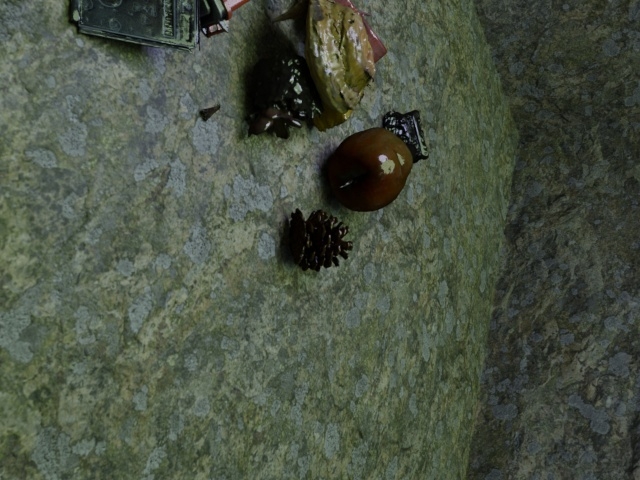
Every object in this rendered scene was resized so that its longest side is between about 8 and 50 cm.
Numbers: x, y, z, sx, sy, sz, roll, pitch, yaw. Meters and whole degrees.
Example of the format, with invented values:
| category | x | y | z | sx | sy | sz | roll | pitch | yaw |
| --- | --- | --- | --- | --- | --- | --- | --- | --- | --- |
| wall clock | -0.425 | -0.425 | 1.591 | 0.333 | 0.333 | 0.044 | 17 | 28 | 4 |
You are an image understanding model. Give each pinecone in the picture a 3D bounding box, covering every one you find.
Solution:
| category | x | y | z | sx | sy | sz | roll | pitch | yaw |
| --- | --- | --- | --- | --- | --- | --- | --- | --- | --- |
| pinecone | -0.001 | 0.000 | 1.640 | 0.212 | 0.168 | 0.186 | 1 | 99 | -43 |

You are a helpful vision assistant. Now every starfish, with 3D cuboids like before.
| category | x | y | z | sx | sy | sz | roll | pitch | yaw |
| --- | --- | --- | --- | --- | --- | --- | --- | --- | --- |
| starfish | -0.103 | -0.811 | 1.590 | 0.384 | 0.132 | 0.398 | 31 | 47 | -48 |

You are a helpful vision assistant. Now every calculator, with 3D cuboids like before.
| category | x | y | z | sx | sy | sz | roll | pitch | yaw |
| --- | --- | --- | --- | --- | --- | --- | --- | --- | --- |
| calculator | -0.391 | -0.503 | 1.186 | 0.274 | 0.028 | 0.166 | -1 | 87 | -34 |

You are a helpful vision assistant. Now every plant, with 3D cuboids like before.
| category | x | y | z | sx | sy | sz | roll | pitch | yaw |
| --- | --- | --- | --- | --- | --- | --- | --- | --- | --- |
| plant | -0.099 | -0.397 | 1.542 | 0.204 | 0.178 | 0.234 | 0 | 88 | -60 |

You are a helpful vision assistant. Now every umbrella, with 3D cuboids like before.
| category | x | y | z | sx | sy | sz | roll | pitch | yaw |
| --- | --- | --- | --- | --- | --- | --- | --- | --- | --- |
| umbrella | -0.281 | -0.329 | 1.408 | 0.083 | 0.020 | 0.031 | -55 | 129 | -51 |

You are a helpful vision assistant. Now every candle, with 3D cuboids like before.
| category | x | y | z | sx | sy | sz | roll | pitch | yaw |
| --- | --- | --- | --- | --- | --- | --- | --- | --- | --- |
| candle | 0.098 | -0.722 | 1.819 | 0.317 | 0.131 | 0.287 | 49 | 15 | -15 |

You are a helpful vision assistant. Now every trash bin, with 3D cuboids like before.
| category | x | y | z | sx | sy | sz | roll | pitch | yaw |
| --- | --- | --- | --- | --- | --- | --- | --- | --- | --- |
| trash bin | -0.221 | -0.633 | 1.363 | 0.238 | 0.161 | 0.184 | -37 | 119 | -27 |

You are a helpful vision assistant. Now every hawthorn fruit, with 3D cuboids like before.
| category | x | y | z | sx | sy | sz | roll | pitch | yaw |
| --- | --- | --- | --- | --- | --- | --- | --- | --- | --- |
| hawthorn fruit | 0.150 | -0.217 | 1.813 | 0.301 | 0.267 | 0.268 | -42 | 120 | -40 |

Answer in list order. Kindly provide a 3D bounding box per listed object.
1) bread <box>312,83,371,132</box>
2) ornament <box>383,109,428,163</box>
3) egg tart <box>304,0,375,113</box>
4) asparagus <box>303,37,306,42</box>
| category | x | y | z | sx | sy | sz | roll | pitch | yaw |
| --- | --- | --- | --- | --- | --- | --- | --- | --- | --- |
| bread | 0.040 | -0.485 | 1.782 | 0.147 | 0.160 | 0.260 | 51 | 52 | -30 |
| ornament | 0.320 | -0.413 | 2.242 | 0.260 | 0.106 | 0.251 | -13 | 89 | -47 |
| egg tart | 0.066 | -0.537 | 1.560 | 0.352 | 0.150 | 0.352 | -9 | 90 | -69 |
| asparagus | -0.014 | -0.648 | 1.845 | 0.127 | 0.015 | 0.018 | 8 | 80 | -55 |
